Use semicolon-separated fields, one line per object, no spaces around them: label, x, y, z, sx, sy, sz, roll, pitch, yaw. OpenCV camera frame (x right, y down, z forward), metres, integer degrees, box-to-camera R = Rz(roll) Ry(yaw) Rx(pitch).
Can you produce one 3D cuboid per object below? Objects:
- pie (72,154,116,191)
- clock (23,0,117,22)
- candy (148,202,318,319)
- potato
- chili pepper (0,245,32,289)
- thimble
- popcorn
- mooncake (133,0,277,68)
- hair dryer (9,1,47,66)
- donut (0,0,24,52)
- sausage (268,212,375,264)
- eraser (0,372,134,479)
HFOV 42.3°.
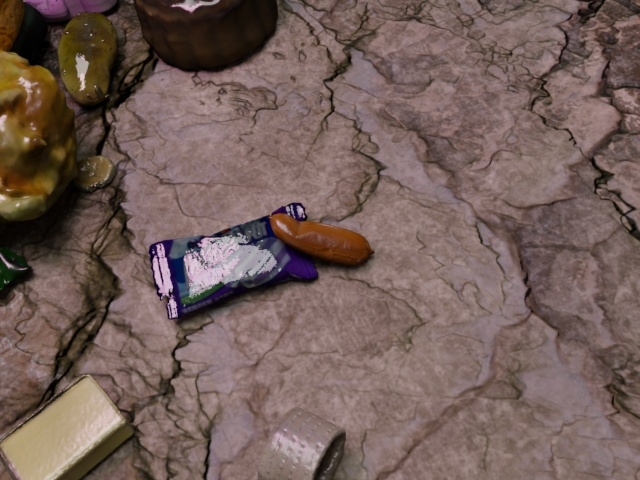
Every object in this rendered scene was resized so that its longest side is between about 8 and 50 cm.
pie;-0.422;-0.126;1.539;0.084;0.020;0.084;-3;56;4
clock;-0.574;-0.575;1.831;0.247;0.090;0.228;-13;55;2
candy;-0.140;0.031;1.361;0.275;0.070;0.145;-16;62;-7
potato;-0.469;-0.367;1.670;0.117;0.090;0.226;-4;62;-1
chili pepper;-0.603;0.031;1.437;0.224;0.061;0.098;15;53;20
thimble;-0.027;0.295;1.140;0.090;0.102;0.115;18;31;20
popcorn;-0.565;-0.163;1.434;0.274;0.336;0.279;2;13;12
mooncake;-0.237;-0.491;1.675;0.290;0.161;0.290;-5;54;7
hair dryer;-0.733;-0.359;1.712;0.302;0.116;0.244;-4;55;20
donut;-0.694;-0.402;1.589;0.302;0.110;0.303;-15;51;19
sausage;0.000;0.000;1.344;0.183;0.054;0.062;14;30;-8
eraser;-0.377;0.293;1.221;0.172;0.058;0.117;-40;59;-17
